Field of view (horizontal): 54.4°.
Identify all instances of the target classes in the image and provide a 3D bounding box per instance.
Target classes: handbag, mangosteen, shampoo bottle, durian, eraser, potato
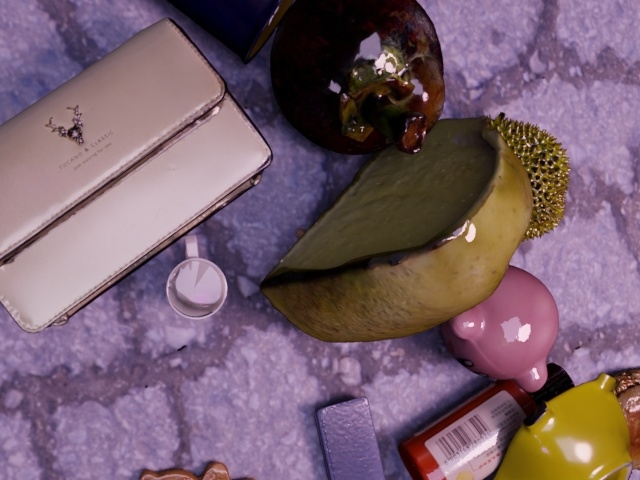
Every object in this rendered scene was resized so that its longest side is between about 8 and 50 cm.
[{"bbox_3d":[-0.267,-0.083,0.773,0.358,0.160,0.237,-38,91,-11],"label":"handbag"},{"bbox_3d":[0.056,-0.206,0.786,0.231,0.289,0.231,-6,121,-10],"label":"mangosteen"},{"bbox_3d":[0.257,0.276,0.928,0.278,0.104,0.104,-29,97,-12],"label":"shampoo bottle"},{"bbox_3d":[0.273,-0.092,0.901,0.146,0.159,0.198,-11,93,-19],"label":"durian"},{"bbox_3d":[0.051,0.340,0.913,0.082,0.036,0.225,-13,94,-13],"label":"eraser"},{"bbox_3d":[0.147,0.015,0.787,0.330,0.280,0.213,-50,116,-25],"label":"potato"}]

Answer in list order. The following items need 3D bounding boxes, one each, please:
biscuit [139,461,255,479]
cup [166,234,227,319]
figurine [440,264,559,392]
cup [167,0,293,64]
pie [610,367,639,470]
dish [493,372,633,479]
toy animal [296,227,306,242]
[{"bbox_3d":[-0.170,0.377,0.865,0.184,0.027,0.133,-3,92,-12],"label":"biscuit"},{"bbox_3d":[-0.166,0.045,0.817,0.074,0.116,0.104,-9,94,-13],"label":"cup"},{"bbox_3d":[0.255,0.119,0.895,0.173,0.173,0.173,0,90,-14],"label":"figurine"},{"bbox_3d":[-0.140,-0.395,0.825,0.256,0.255,0.178,36,120,-9],"label":"cup"},{"bbox_3d":[0.531,0.290,1.012,0.193,0.079,0.163,-10,98,-15],"label":"pie"},{"bbox_3d":[0.366,0.329,0.889,0.221,0.108,0.262,-16,128,-26],"label":"dish"},{"bbox_3d":[0.000,0.000,0.889,0.083,0.060,0.081,6,129,-15],"label":"toy animal"}]
